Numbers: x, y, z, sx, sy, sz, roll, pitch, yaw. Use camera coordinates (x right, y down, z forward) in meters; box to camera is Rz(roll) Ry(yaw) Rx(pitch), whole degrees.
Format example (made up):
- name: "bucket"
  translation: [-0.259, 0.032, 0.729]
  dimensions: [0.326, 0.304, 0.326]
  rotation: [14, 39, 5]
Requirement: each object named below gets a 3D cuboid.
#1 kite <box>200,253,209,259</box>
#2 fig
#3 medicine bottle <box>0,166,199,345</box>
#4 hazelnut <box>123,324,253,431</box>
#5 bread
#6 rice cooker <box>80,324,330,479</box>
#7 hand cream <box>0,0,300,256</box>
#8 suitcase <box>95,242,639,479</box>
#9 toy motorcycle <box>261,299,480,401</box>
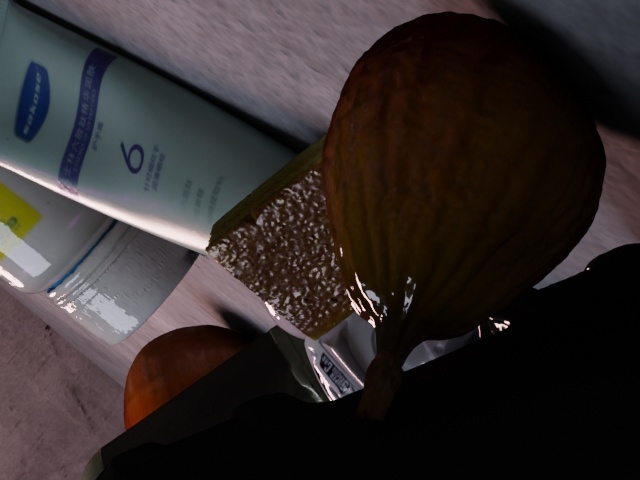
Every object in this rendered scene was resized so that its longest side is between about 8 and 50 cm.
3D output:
- name: "kite"
  translation: [-0.248, -0.108, 1.622]
  dimensions: [0.406, 0.014, 0.368]
  rotation: [38, 168, 2]
- name: "fig"
  translation: [0.040, -0.011, 0.773]
  dimensions: [0.119, 0.153, 0.119]
  rotation: [36, -179, 0]
- name: "medicine bottle"
  translation: [-0.211, -0.050, 1.409]
  dimensions: [0.258, 0.143, 0.143]
  rotation: [39, 169, -14]
- name: "hazelnut"
  translation: [-0.098, 0.175, 1.909]
  dimensions: [0.214, 0.176, 0.214]
  rotation: [60, -174, -10]
- name: "bread"
  translation: [0.000, 0.000, 1.081]
  dimensions: [0.090, 0.094, 0.035]
  rotation: [40, -151, -23]
- name: "rice cooker"
  translation: [-0.010, 0.212, 1.492]
  dimensions: [0.288, 0.277, 0.288]
  rotation: [55, 178, 3]
- name: "hand cream"
  translation: [-0.113, -0.059, 1.220]
  dimensions: [0.321, 0.109, 0.067]
  rotation: [26, -161, 38]
- name: "suitcase"
  translation: [0.077, 0.086, 0.746]
  dimensions: [0.206, 0.286, 0.066]
  rotation: [18, 125, 60]
- name: "toy motorcycle"
  translation: [0.051, 0.067, 1.149]
  dimensions: [0.254, 0.112, 0.112]
  rotation: [26, 164, 41]
